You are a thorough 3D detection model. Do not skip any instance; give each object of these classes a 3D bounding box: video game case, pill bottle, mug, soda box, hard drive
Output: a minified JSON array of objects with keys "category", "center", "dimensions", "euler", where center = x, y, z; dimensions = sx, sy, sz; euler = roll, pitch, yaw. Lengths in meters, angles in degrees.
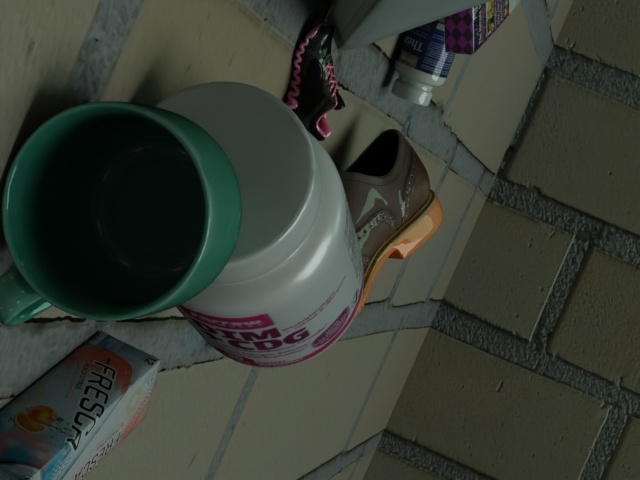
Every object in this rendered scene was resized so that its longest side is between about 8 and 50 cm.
[{"category":"video game case","center":[0.190,-0.359,1.419],"dimensions":[0.210,0.042,0.232],"euler":[-51,142,-50]},{"category":"pill bottle","center":[-0.055,-0.004,0.953],"dimensions":[0.160,0.160,0.283],"euler":[-63,166,-13]},{"category":"mug","center":[-0.127,-0.017,0.760],"dimensions":[0.097,0.158,0.129],"euler":[-12,98,-76]},{"category":"pill bottle","center":[0.129,-0.228,1.498],"dimensions":[0.120,0.067,0.067],"euler":[-70,167,15]},{"category":"soda box","center":[-0.189,0.138,0.901],"dimensions":[0.183,0.058,0.063],"euler":[-45,156,-59]},{"category":"hard drive","center":[0.135,-0.232,1.015],"dimensions":[0.353,0.233,0.047],"euler":[-164,-125,-85]}]

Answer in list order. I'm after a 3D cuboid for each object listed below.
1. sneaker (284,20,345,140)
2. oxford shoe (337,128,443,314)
[{"category":"sneaker","center":[0.001,-0.146,1.156],"dimensions":[0.047,0.057,0.119],"euler":[-42,152,-56]},{"category":"oxford shoe","center":[0.000,0.000,1.362],"dimensions":[0.364,0.130,0.132],"euler":[-44,123,-43]}]
